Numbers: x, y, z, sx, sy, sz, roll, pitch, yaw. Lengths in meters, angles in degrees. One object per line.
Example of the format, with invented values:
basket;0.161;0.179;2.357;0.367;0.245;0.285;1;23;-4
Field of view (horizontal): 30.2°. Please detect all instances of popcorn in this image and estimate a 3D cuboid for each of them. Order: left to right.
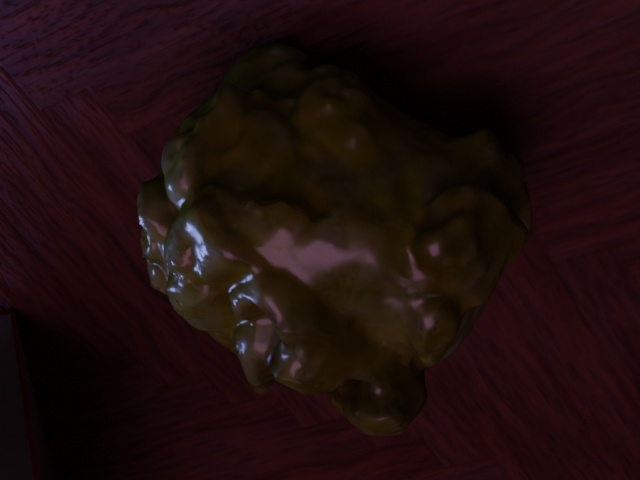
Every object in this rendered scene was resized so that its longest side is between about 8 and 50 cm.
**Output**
popcorn;0.000;0.000;0.835;0.250;0.235;0.242;31;89;1

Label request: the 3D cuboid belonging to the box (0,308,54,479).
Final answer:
box;-0.381;0.287;1.046;0.300;0.314;0.312;-10;132;-13
